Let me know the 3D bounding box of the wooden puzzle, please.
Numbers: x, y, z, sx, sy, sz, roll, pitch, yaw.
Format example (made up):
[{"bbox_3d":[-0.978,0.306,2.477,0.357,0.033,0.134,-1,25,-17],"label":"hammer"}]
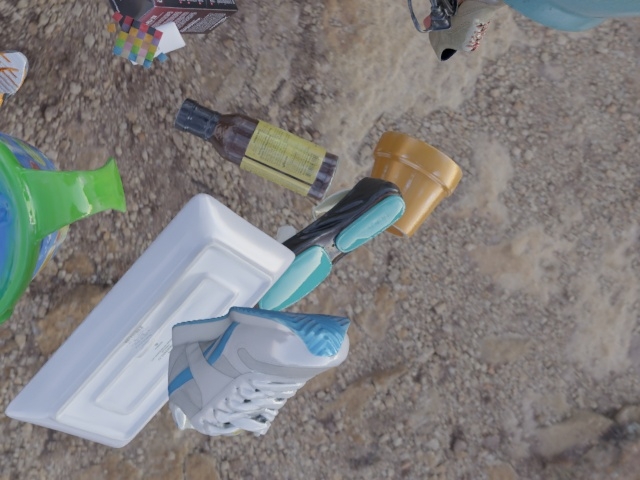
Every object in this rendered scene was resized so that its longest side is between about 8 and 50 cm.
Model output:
[{"bbox_3d":[-0.230,-0.250,0.981,0.083,0.006,0.049,20,100,-25],"label":"wooden puzzle"}]

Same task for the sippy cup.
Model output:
[{"bbox_3d":[-0.372,-0.025,0.808,0.305,0.224,0.240,24,98,-2],"label":"sippy cup"}]

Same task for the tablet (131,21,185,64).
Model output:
[{"bbox_3d":[-0.244,-0.286,1.135,0.083,0.006,0.054,-20,154,1],"label":"tablet"}]

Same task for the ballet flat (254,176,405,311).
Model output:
[{"bbox_3d":[0.000,0.000,1.171,0.280,0.096,0.095,-35,139,-11],"label":"ballet flat"}]

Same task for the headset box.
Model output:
[{"bbox_3d":[-0.336,-0.547,1.607,0.110,0.293,0.218,-26,88,35],"label":"headset box"}]

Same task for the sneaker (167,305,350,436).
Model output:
[{"bbox_3d":[-0.049,0.101,0.591,0.087,0.228,0.092,9,73,-28],"label":"sneaker"}]

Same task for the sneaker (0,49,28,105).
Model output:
[{"bbox_3d":[-0.668,-0.352,1.654,0.084,0.214,0.083,50,50,-18],"label":"sneaker"}]

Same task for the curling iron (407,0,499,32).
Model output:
[{"bbox_3d":[0.140,-0.251,0.795,0.035,0.274,0.068,-4,104,26],"label":"curling iron"}]

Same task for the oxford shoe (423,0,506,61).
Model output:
[{"bbox_3d":[0.378,-0.529,1.881,0.122,0.348,0.130,-15,92,-20],"label":"oxford shoe"}]

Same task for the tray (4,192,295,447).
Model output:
[{"bbox_3d":[-0.147,0.090,0.719,0.270,0.030,0.145,-48,136,6],"label":"tray"}]

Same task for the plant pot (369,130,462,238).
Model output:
[{"bbox_3d":[0.187,-0.114,1.764,0.205,0.205,0.188,32,83,-24],"label":"plant pot"}]

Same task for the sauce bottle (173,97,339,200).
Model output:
[{"bbox_3d":[-0.132,-0.197,1.617,0.344,0.111,0.111,25,104,-5],"label":"sauce bottle"}]

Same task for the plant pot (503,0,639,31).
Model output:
[{"bbox_3d":[0.208,-0.276,0.551,0.293,0.293,0.196,18,148,-21],"label":"plant pot"}]
